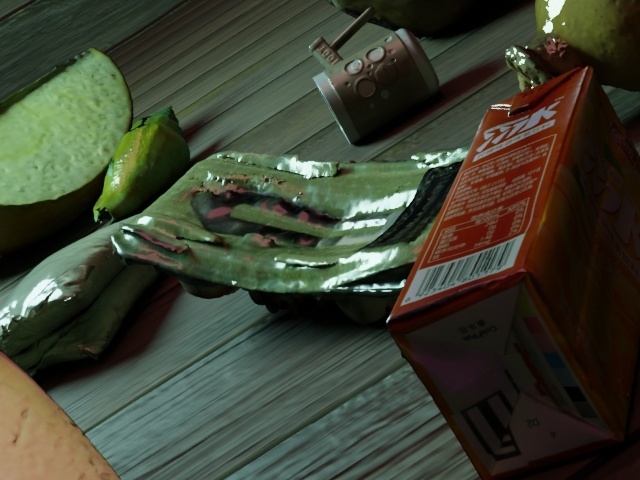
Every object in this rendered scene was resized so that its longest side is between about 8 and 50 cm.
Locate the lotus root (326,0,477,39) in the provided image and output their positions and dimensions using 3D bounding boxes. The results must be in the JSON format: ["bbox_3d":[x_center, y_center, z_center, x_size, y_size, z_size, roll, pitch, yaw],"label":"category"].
[{"bbox_3d":[0.075,-0.325,1.381,0.192,0.272,0.272,-66,18,4],"label":"lotus root"}]

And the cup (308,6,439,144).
[{"bbox_3d":[0.048,-0.152,1.182,0.099,0.074,0.102,-29,45,2],"label":"cup"}]

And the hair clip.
[{"bbox_3d":[0.001,0.001,0.844,0.321,0.091,0.138,4,39,46],"label":"hair clip"}]

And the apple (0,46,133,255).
[{"bbox_3d":[-0.360,-0.092,1.569,0.254,0.179,0.346,-1,31,37],"label":"apple"}]

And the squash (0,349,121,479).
[{"bbox_3d":[-0.264,0.155,0.764,0.237,0.155,0.204,-36,16,-17],"label":"squash"}]

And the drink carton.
[{"bbox_3d":[0.109,0.007,0.622,0.071,0.096,0.223,-22,20,29],"label":"drink carton"}]

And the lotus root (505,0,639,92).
[{"bbox_3d":[0.251,-0.192,0.865,0.303,0.131,0.146,-34,16,-7],"label":"lotus root"}]

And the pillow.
[{"bbox_3d":[-0.212,0.045,1.100,0.134,0.078,0.181,-24,18,26],"label":"pillow"}]

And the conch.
[{"bbox_3d":[-0.203,-0.084,1.464,0.201,0.079,0.095,-55,8,-34],"label":"conch"}]
